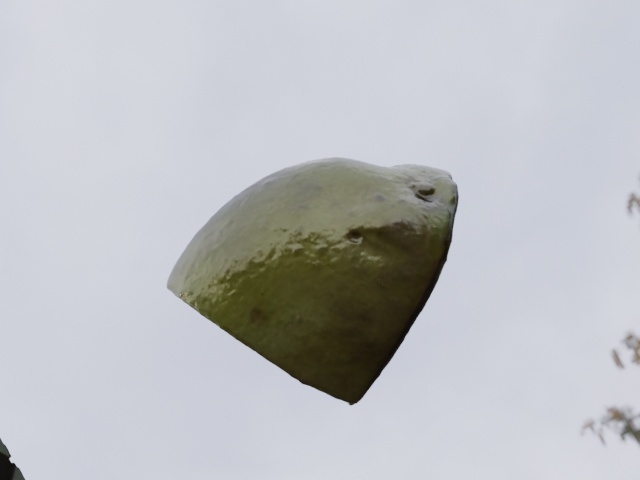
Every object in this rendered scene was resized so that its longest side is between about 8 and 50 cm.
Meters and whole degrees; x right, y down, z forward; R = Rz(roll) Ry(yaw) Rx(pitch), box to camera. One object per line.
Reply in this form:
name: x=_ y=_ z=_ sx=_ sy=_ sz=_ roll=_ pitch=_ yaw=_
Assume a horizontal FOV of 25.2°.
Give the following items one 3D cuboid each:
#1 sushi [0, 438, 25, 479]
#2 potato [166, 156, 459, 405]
sushi: x=-0.271 y=0.227 z=0.955 sx=0.220 sy=0.231 sz=0.047 roll=-35 pitch=-6 yaw=28
potato: x=0.000 y=0.000 z=0.795 sx=0.120 sy=0.081 sz=0.149 roll=29 pitch=-94 yaw=-12
